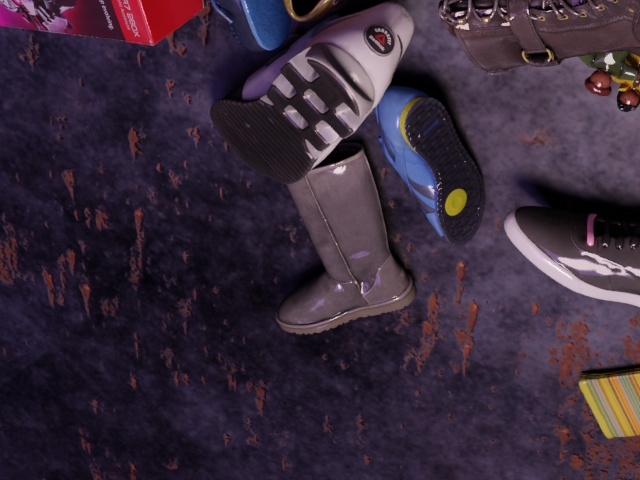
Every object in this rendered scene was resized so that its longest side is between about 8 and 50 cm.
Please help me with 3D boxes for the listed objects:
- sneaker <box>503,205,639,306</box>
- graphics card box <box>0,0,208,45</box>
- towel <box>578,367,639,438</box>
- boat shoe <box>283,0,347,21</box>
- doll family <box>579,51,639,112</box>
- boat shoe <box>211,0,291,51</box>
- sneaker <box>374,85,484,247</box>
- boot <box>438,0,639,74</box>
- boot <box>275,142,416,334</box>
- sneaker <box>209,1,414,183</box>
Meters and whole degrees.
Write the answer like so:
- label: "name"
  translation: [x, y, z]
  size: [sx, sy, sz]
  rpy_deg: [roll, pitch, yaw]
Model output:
- label: "sneaker"
  translation: [0.346, -0.004, 1.673]
  size: [0.295, 0.104, 0.147]
  rpy_deg: [23, 130, -3]
- label: "graphics card box"
  translation: [-0.306, -0.331, 1.629]
  size: [0.371, 0.094, 0.233]
  rpy_deg: [13, 133, 35]
- label: "towel"
  translation: [0.420, 0.175, 1.836]
  size: [0.237, 0.021, 0.102]
  rpy_deg: [-11, 127, 28]
- label: "boat shoe"
  translation: [0.035, -0.340, 1.529]
  size: [0.110, 0.104, 0.307]
  rpy_deg: [21, 131, 6]
- label: "doll family"
  translation: [0.342, -0.154, 1.566]
  size: [0.193, 0.076, 0.111]
  rpy_deg: [26, 113, 8]
- label: "boat shoe"
  translation: [-0.102, -0.314, 1.627]
  size: [0.089, 0.109, 0.258]
  rpy_deg: [-6, 108, 35]
- label: "sneaker"
  translation: [0.114, -0.084, 1.738]
  size: [0.082, 0.069, 0.209]
  rpy_deg: [27, 152, 47]
- label: "boot"
  translation: [0.216, -0.212, 1.433]
  size: [0.229, 0.091, 0.263]
  rpy_deg: [-2, 157, 17]
- label: "boot"
  translation: [-0.001, -0.001, 1.834]
  size: [0.189, 0.076, 0.208]
  rpy_deg: [-18, 125, 17]
- label: "sneaker"
  translation: [0.000, -0.158, 1.688]
  size: [0.122, 0.146, 0.330]
  rpy_deg: [48, 154, -12]
